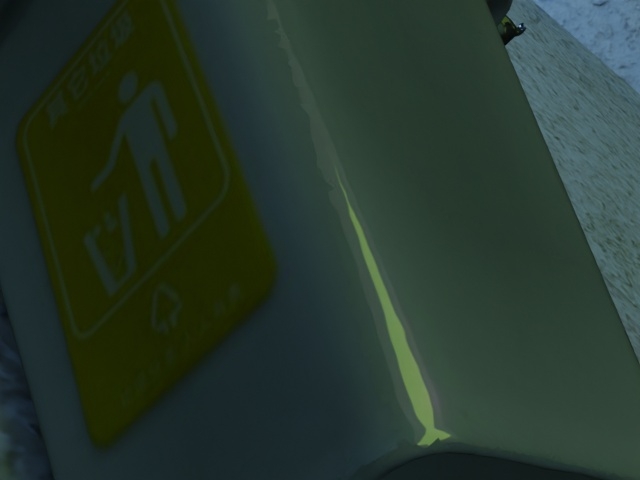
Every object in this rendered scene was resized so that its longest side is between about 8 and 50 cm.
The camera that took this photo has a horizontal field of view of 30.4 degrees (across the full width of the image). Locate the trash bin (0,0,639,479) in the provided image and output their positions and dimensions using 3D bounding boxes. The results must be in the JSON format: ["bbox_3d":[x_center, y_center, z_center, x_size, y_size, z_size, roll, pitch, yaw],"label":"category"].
[{"bbox_3d":[0.000,0.000,0.546,0.296,0.256,0.368,21,37,-42],"label":"trash bin"}]
